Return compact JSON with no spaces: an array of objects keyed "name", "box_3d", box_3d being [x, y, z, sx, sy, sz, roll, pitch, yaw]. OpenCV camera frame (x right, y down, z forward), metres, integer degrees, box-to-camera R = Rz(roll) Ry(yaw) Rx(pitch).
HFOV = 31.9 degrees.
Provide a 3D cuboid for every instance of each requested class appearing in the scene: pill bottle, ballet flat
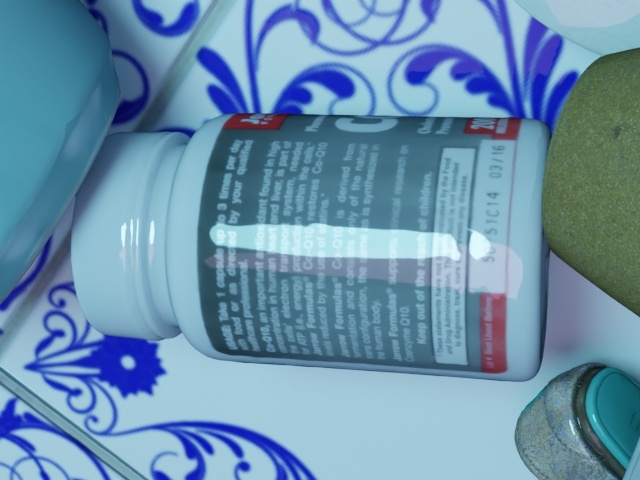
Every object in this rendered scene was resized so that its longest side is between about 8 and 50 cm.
[{"name":"pill bottle","box_3d":[0.000,0.000,0.709,0.283,0.161,0.161,3,109,13]},{"name":"ballet flat","box_3d":[0.250,0.216,0.765,0.316,0.107,0.106,51,136,0]}]

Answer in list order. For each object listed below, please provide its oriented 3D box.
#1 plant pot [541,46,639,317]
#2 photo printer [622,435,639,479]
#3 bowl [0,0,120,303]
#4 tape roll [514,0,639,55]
[{"name":"plant pot","box_3d":[0.252,-0.017,0.560,0.254,0.237,0.237,18,114,34]},{"name":"photo printer","box_3d":[0.320,0.218,0.660,0.307,0.107,0.256,31,73,-7]},{"name":"bowl","box_3d":[-0.239,-0.064,0.698,0.163,0.311,0.311,32,114,-19]},{"name":"tape roll","box_3d":[0.235,-0.281,0.603,0.392,0.072,0.392,4,110,12]}]
